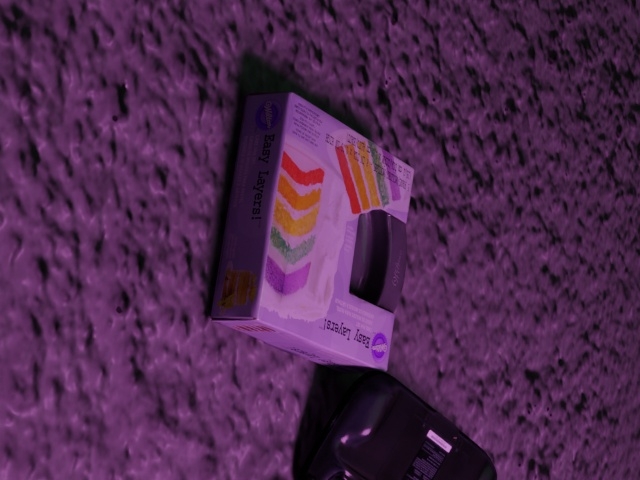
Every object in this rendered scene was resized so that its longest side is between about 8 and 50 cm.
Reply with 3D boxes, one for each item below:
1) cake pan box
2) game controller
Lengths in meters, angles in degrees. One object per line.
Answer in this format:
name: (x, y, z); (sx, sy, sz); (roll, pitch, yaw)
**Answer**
cake pan box: (0.000, 0.000, 1.547); (0.267, 0.070, 0.246); (29, 67, -52)
game controller: (0.097, 0.270, 1.653); (0.319, 0.067, 0.166); (42, 68, -46)
